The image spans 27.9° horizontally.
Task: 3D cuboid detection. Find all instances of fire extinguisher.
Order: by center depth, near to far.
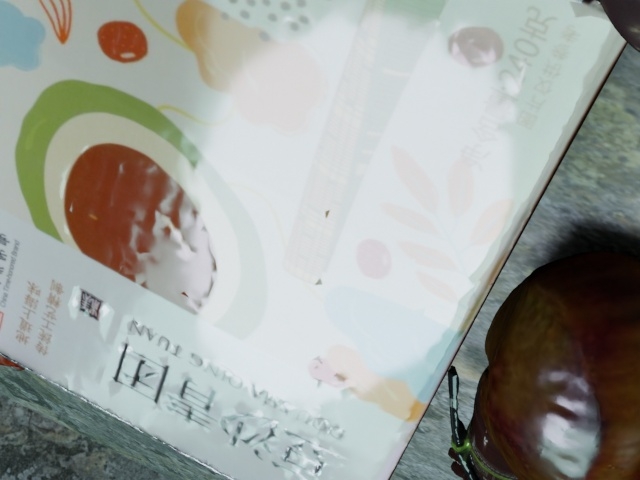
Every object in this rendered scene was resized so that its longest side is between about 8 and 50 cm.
[{"bbox_3d":[0.180,0.205,1.288,0.141,0.105,0.341,39,162,18],"label":"fire extinguisher"}]

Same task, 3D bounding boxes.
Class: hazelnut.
[{"bbox_3d":[0.204,0.100,0.943,0.178,0.178,0.204,20,126,23],"label":"hazelnut"}]

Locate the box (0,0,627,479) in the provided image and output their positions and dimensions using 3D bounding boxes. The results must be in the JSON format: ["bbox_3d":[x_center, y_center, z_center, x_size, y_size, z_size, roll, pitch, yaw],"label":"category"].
[{"bbox_3d":[-0.053,-0.065,0.708,0.344,0.122,0.385,27,129,6],"label":"box"}]

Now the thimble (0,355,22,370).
[{"bbox_3d":[-0.349,-0.049,1.205,0.350,0.230,0.350,24,156,11],"label":"thimble"}]

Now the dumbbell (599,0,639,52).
[{"bbox_3d":[0.211,-0.128,0.439,0.225,0.124,0.140,9,110,43],"label":"dumbbell"}]
